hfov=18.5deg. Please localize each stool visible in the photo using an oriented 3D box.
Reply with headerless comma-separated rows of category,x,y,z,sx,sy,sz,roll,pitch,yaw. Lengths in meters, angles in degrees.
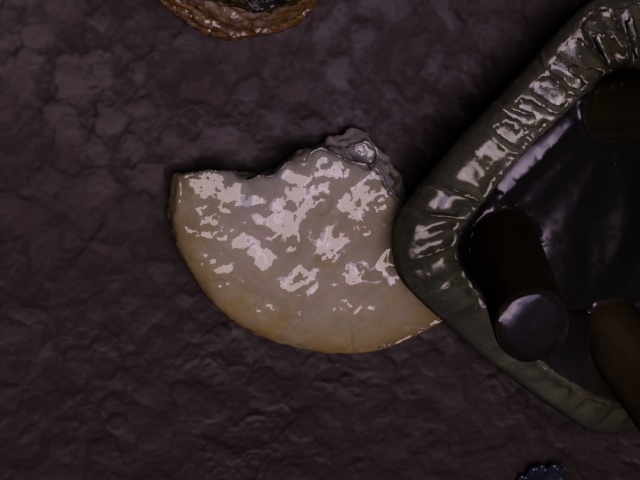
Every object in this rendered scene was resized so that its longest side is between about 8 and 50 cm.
stool,0.265,0.010,1.525,0.310,0.226,0.310,38,94,-26

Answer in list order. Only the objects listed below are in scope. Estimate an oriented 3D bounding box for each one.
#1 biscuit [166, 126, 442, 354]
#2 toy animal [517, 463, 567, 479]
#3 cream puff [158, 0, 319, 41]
biscuit,0.000,0.000,1.585,0.265,0.040,0.188,20,104,-16
toy animal,0.141,0.284,1.693,0.108,0.062,0.220,18,102,-33
cream puff,-0.048,-0.227,1.439,0.183,0.169,0.183,-3,106,-11
